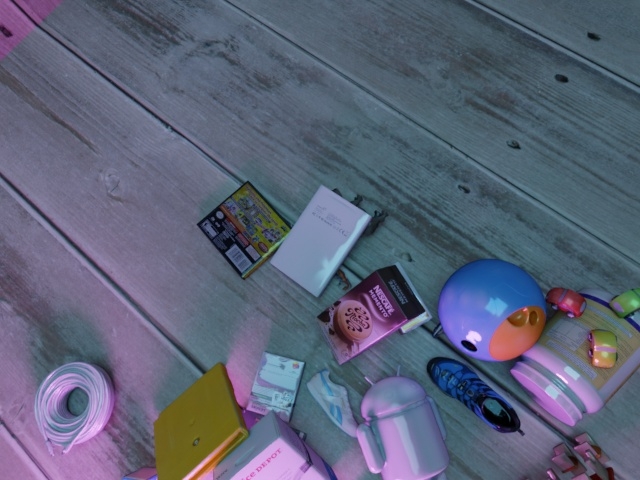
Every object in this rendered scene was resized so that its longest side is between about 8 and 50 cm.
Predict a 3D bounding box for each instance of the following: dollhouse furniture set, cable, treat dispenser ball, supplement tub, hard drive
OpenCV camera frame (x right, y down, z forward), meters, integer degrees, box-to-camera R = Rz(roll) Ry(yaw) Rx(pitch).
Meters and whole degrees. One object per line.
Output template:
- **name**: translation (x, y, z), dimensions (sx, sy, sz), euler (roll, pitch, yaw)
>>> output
- **dollhouse furniture set**: translation (0.657, 0.673, 1.176), dimensions (0.135, 0.262, 0.259), euler (51, 119, 15)
- **cable**: translation (-0.804, 0.532, 1.463), dimensions (0.257, 0.089, 0.257), euler (-37, 73, -5)
- **treat dispenser ball**: translation (0.484, 0.196, 1.267), dimensions (0.288, 0.288, 0.288), euler (-2, 74, 6)
- **supplement tub**: translation (0.732, 0.325, 1.256), dimensions (0.331, 0.241, 0.241), euler (-43, 74, -6)
- **hard drive**: translation (0.000, 0.000, 1.497), dimensions (0.210, 0.040, 0.319), euler (34, 92, 17)

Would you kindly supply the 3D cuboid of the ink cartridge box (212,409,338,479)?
- **ink cartridge box**: translation (-0.116, 0.666, 1.239), dimensions (0.223, 0.129, 0.307), euler (-40, 111, -4)

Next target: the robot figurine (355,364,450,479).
- **robot figurine**: translation (0.236, 0.547, 1.272), dimensions (0.299, 0.199, 0.354), euler (-4, 68, -36)

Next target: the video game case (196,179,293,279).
- **video game case**: translation (-0.265, -0.041, 1.589), dimensions (0.248, 0.035, 0.275), euler (-42, 73, -5)

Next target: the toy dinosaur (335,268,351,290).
- **toy dinosaur**: translation (0.069, 0.127, 1.481), dimensions (0.047, 0.090, 0.082), euler (-28, 28, -12)

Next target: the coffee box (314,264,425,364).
- **coffee box**: translation (0.141, 0.224, 1.340), dimensions (0.297, 0.118, 0.168), euler (-44, 69, 34)

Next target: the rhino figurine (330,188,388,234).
- **rhino figurine**: translation (0.106, -0.107, 1.543), dimensions (0.243, 0.073, 0.106), euler (34, 78, 16)

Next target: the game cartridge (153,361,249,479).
- **game cartridge**: translation (-0.365, 0.552, 1.321), dimensions (0.285, 0.323, 0.053), euler (-41, 118, -5)

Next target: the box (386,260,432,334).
- **box**: translation (0.254, 0.187, 1.418), dimensions (0.103, 0.114, 0.203), euler (-29, 73, -2)

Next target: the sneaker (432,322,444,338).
- **sneaker**: translation (0.414, 0.270, 1.410), dimensions (0.135, 0.052, 0.058), euler (-40, 78, -5)

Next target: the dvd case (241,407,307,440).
- **dvd case**: translation (-0.172, 0.645, 1.390), dimensions (0.221, 0.018, 0.165), euler (18, 77, 11)

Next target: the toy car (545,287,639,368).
- **toy car**: translation (0.748, 0.182, 1.152), dimensions (0.224, 0.053, 0.239), euler (-27, 57, 5)

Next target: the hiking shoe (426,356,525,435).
- **hiking shoe**: translation (0.456, 0.445, 1.311), dimensions (0.304, 0.132, 0.113), euler (34, 81, 15)

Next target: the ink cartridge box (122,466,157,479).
- **ink cartridge box**: translation (-0.539, 0.796, 1.327), dimensions (0.082, 0.140, 0.191), euler (5, 75, 7)

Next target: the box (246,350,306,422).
- **box**: translation (-0.141, 0.465, 1.427), dimensions (0.145, 0.038, 0.186), euler (12, 77, 10)

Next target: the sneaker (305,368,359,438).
- **sneaker**: translation (0.057, 0.502, 1.368), dimensions (0.092, 0.087, 0.229), euler (-40, 75, -7)
